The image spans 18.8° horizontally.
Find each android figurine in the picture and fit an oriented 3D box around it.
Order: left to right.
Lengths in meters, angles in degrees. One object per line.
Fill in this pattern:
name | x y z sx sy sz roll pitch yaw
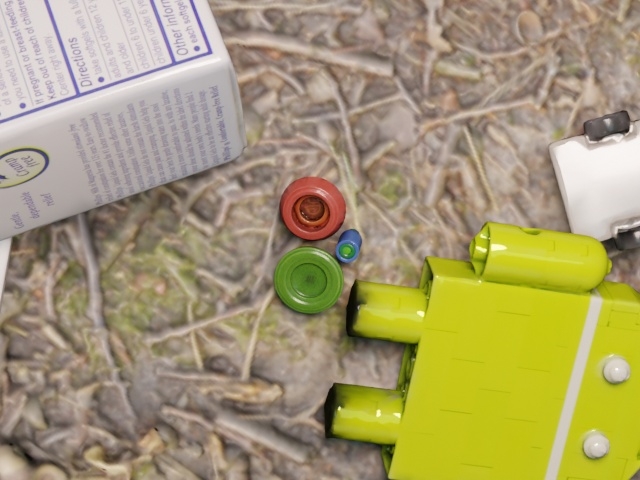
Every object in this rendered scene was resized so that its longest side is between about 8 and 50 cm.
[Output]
android figurine | 0.146 0.107 1.419 0.273 0.056 0.248 10 109 -9

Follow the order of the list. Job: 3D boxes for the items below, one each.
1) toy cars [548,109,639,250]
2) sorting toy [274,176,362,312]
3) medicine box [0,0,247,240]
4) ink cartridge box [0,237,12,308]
toy cars | 0.325 -0.142 1.423 0.176 0.087 0.393 35 95 1
sorting toy | 0.000 0.000 1.415 0.061 0.042 0.102 6 108 6
medicine box | -0.227 -0.148 1.250 0.289 0.149 0.263 -19 68 -5
ink cartridge box | -0.256 0.057 1.345 0.061 0.104 0.181 11 96 -9
